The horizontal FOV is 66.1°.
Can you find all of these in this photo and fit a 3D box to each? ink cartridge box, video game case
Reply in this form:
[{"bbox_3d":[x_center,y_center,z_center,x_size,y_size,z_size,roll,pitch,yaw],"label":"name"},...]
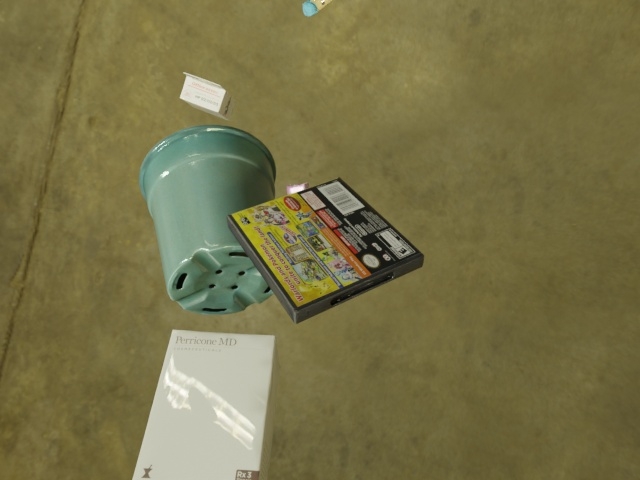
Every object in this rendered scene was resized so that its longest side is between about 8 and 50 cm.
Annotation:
[{"bbox_3d":[-0.289,-0.365,1.257,0.104,0.181,0.062,20,95,-1],"label":"ink cartridge box"},{"bbox_3d":[0.000,0.000,0.874,0.248,0.035,0.275,-21,45,-22],"label":"video game case"}]

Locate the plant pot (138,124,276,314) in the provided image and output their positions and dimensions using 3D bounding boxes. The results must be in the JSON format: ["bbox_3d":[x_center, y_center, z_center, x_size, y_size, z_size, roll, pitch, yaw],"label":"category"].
[{"bbox_3d":[-0.241,-0.030,1.150,0.341,0.341,0.334,-29,51,15],"label":"plant pot"}]

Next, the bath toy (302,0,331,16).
[{"bbox_3d":[-0.081,-0.737,1.200,0.129,0.348,0.151,-43,41,-4],"label":"bath toy"}]

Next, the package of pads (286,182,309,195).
[{"bbox_3d":[-0.049,-0.092,1.155,0.050,0.032,0.083,-4,94,24],"label":"package of pads"}]

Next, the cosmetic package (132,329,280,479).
[{"bbox_3d":[-0.197,0.368,0.893,0.217,0.156,0.385,1,54,0],"label":"cosmetic package"}]
